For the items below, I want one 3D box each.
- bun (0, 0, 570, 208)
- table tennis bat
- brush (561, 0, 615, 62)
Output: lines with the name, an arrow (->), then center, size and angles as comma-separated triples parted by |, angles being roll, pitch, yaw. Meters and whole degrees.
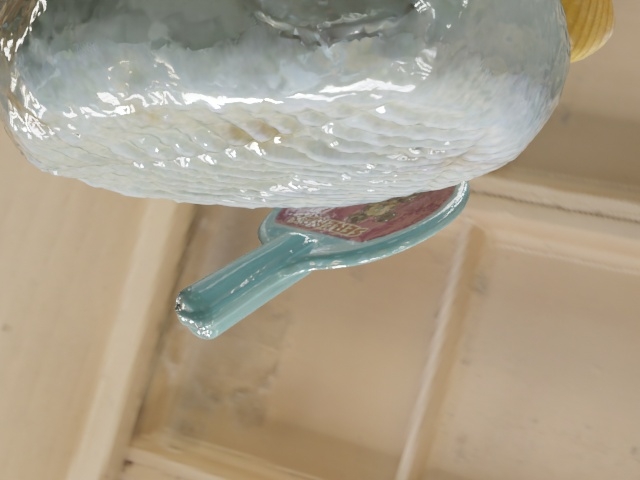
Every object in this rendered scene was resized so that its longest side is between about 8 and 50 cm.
bun -> -0.020, -0.128, 0.916 | 0.354, 0.354, 0.194 | -8, -99, 31
table tennis bat -> 0.000, 0.000, 1.131 | 0.244, 0.040, 0.153 | -31, -153, -30
brush -> 0.131, -0.235, 1.082 | 0.166, 0.174, 0.267 | -25, -111, -26
